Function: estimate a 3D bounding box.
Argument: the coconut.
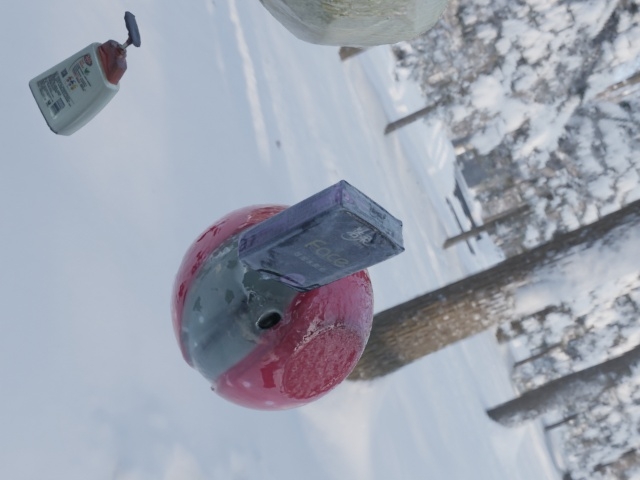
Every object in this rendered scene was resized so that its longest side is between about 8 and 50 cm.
[{"bbox_3d":[0.071,-0.470,1.101,0.346,0.360,0.347,177,-90,-70],"label":"coconut"}]

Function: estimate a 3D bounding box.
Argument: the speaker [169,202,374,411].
[{"bbox_3d":[-0.076,0.087,1.019,0.294,0.294,0.294,61,13,-25],"label":"speaker"}]

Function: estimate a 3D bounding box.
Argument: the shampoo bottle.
[{"bbox_3d":[-0.474,-0.350,1.485,0.153,0.284,0.071,62,19,13],"label":"shampoo bottle"}]

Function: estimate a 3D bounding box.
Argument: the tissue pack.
[{"bbox_3d":[0.000,0.000,0.793,0.112,0.156,0.051,31,45,-40],"label":"tissue pack"}]
